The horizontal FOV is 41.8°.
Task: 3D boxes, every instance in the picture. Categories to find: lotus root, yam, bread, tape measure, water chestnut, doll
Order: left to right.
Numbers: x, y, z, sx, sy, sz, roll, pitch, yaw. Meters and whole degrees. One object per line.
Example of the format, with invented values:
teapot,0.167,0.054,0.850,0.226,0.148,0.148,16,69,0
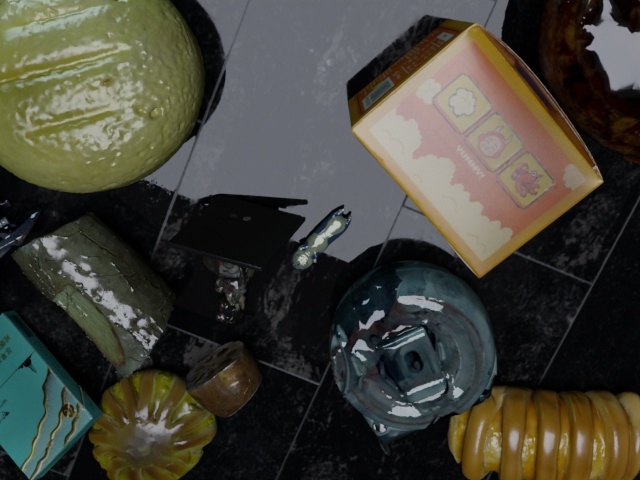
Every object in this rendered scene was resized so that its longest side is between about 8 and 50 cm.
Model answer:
bread,-0.320,-0.216,1.149,0.321,0.237,0.320,-1,105,-2
yam,-0.330,0.072,1.282,0.154,0.154,0.254,-39,97,11
bread,-0.280,0.312,1.371,0.214,0.104,0.213,1,105,4
lotus root,-0.148,0.217,1.330,0.112,0.122,0.081,-42,103,3
doll,0.000,0.000,1.313,0.037,0.027,0.125,43,103,-3
tape measure,0.145,0.172,1.299,0.256,0.147,0.275,-27,105,8
bread,0.363,0.327,1.352,0.312,0.121,0.172,1,107,2
water chestnut,0.458,-0.268,1.085,0.351,0.302,0.350,0,101,2

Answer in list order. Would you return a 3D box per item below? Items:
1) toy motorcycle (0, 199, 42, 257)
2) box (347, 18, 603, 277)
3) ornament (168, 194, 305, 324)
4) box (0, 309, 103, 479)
toy motorcycle,-0.566,0.048,1.298,0.173,0.108,0.307,29,102,-27
box,0.196,-0.143,1.136,0.214,0.283,0.259,-41,102,12
ornament,-0.121,0.056,1.285,0.153,0.166,0.196,16,127,18
box,-0.481,0.251,1.354,0.229,0.041,0.162,46,103,9
